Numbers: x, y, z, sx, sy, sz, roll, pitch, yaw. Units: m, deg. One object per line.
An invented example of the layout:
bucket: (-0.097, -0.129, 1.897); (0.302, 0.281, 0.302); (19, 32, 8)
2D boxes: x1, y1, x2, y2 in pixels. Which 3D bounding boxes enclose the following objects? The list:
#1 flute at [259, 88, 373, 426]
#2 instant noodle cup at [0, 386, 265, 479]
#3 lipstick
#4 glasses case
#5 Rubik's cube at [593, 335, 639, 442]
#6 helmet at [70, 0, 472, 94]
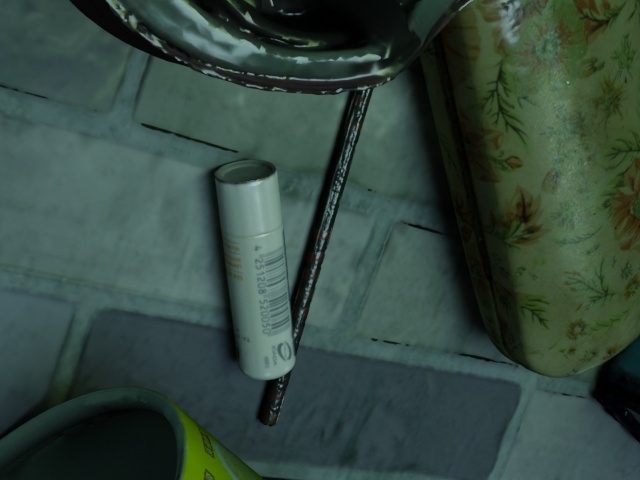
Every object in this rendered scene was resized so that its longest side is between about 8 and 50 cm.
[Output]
flute: (0.000, 0.000, 0.832); (0.014, 0.014, 0.269); (8, 103, -37)
instant noodle cup: (-0.102, 0.236, 0.696); (0.311, 0.311, 0.221); (-43, 118, -14)
lipstick: (-0.040, 0.021, 0.796); (0.040, 0.040, 0.141); (-20, 118, -28)
glasses case: (0.151, -0.095, 0.846); (0.156, 0.098, 0.425); (-31, 123, -24)
Rubik's cube: (0.512, 0.119, 1.020); (0.359, 0.363, 0.362); (-51, 124, -13)
helmet: (-0.013, -0.229, 0.616); (0.271, 0.197, 0.338); (44, 75, -30)
